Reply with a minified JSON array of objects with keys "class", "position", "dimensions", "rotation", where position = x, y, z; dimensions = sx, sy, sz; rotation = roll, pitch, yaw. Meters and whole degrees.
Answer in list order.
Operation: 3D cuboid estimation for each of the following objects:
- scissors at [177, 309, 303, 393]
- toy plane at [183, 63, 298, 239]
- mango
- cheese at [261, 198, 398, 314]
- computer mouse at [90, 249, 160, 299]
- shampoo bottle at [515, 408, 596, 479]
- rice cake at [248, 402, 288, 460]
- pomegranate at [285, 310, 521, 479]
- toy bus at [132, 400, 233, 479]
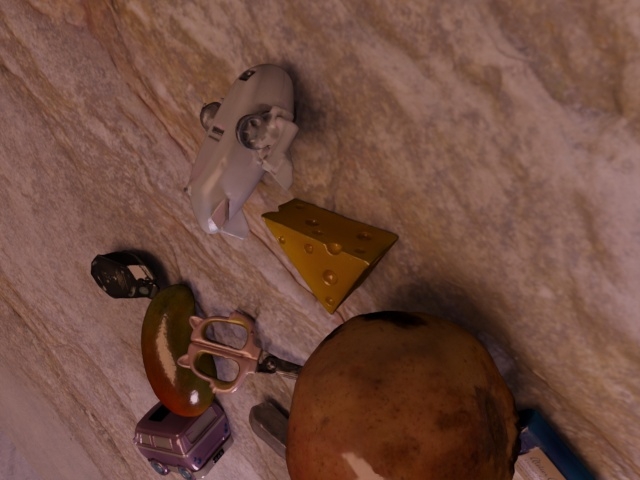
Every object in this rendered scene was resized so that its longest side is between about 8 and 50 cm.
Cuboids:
[{"class":"scissors","position":[-0.116,0.223,0.966],"dimensions":[0.317,0.024,0.160],"rotation":[12,80,15]},{"class":"toy plane","position":[-0.108,-0.124,0.727],"dimensions":[0.252,0.118,0.252],"rotation":[-25,55,43]},{"class":"mango","position":[-0.298,0.235,1.075],"dimensions":[0.146,0.129,0.289],"rotation":[-6,101,38]},{"class":"cheese","position":[0.000,0.000,0.762],"dimensions":[0.171,0.093,0.126],"rotation":[41,130,12]},{"class":"computer mouse","position":[-0.412,0.073,1.109],"dimensions":[0.192,0.062,0.106],"rotation":[7,116,25]},{"class":"shampoo bottle","position":[0.328,0.327,0.732],"dimensions":[0.183,0.050,0.087],"rotation":[50,128,3]},{"class":"rice cake","position":[0.017,0.459,1.010],"dimensions":[0.399,0.064,0.070],"rotation":[37,139,14]},{"class":"pomegranate","position":[0.103,0.239,0.669],"dimensions":[0.322,0.322,0.322],"rotation":[16,122,28]},{"class":"toy bus","position":[-0.318,0.444,1.188],"dimensions":[0.202,0.142,0.142],"rotation":[-7,114,36]}]
